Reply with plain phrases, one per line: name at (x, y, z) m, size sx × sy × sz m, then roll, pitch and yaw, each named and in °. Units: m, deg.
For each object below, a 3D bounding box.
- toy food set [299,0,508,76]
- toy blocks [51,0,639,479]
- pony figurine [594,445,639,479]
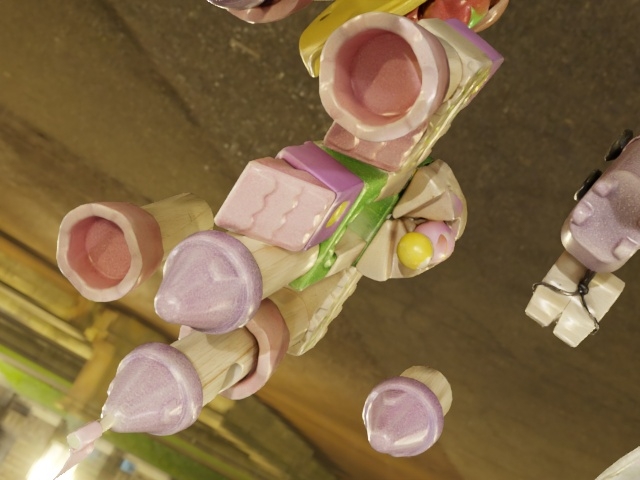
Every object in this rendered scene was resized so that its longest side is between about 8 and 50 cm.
toy food set at (0.081, -0.174, 0.795) m, size 0.218 × 0.128 × 0.071 m, roll -18°, pitch 119°, yaw 43°
toy blocks at (0.000, 0.000, 0.583) m, size 0.309 × 0.288 × 0.260 m, roll 38°, pitch -156°, yaw 12°
pony figurine at (0.289, 0.112, 0.411) m, size 0.363 × 0.351 × 0.303 m, roll 55°, pitch -169°, yaw 27°
